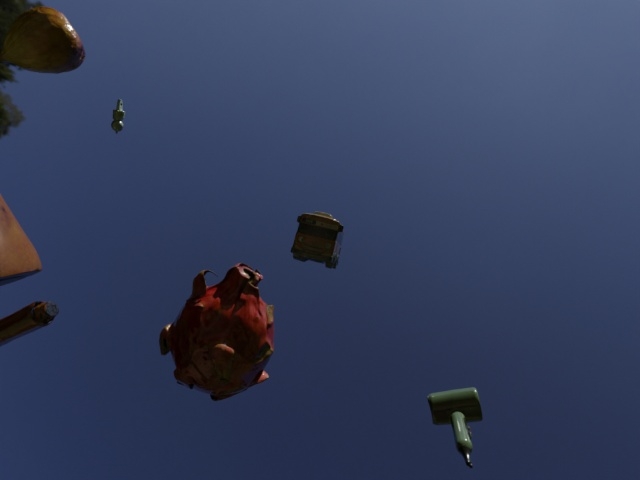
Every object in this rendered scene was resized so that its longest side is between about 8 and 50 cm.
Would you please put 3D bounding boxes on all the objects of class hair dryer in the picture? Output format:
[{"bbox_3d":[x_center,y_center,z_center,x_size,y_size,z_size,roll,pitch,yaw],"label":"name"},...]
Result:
[{"bbox_3d":[0.187,0.254,0.639,0.071,0.150,0.047,-13,-77,11],"label":"hair dryer"}]

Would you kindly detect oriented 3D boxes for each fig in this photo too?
[{"bbox_3d":[-0.728,-0.477,1.178,0.257,0.159,0.159,-21,-102,-18],"label":"fig"}]

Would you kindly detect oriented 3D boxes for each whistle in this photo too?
[{"bbox_3d":[-0.598,-0.367,1.412,0.035,0.035,0.100,11,-84,17],"label":"whistle"}]

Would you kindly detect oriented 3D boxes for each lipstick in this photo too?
[{"bbox_3d":[-0.852,0.249,1.253,0.418,0.077,0.077,-23,-101,18],"label":"lipstick"}]

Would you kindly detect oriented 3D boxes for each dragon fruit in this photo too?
[{"bbox_3d":[-0.114,0.110,0.558,0.136,0.133,0.166,21,-78,-2],"label":"dragon fruit"}]

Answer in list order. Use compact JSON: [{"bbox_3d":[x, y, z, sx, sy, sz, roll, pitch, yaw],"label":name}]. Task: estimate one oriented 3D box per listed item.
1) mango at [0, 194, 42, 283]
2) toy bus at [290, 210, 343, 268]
[{"bbox_3d":[-0.325,-0.023,0.331,0.136,0.236,0.166,-23,-87,-7],"label":"mango"},{"bbox_3d":[0.000,0.000,0.988,0.091,0.182,0.103,14,-93,7],"label":"toy bus"}]
